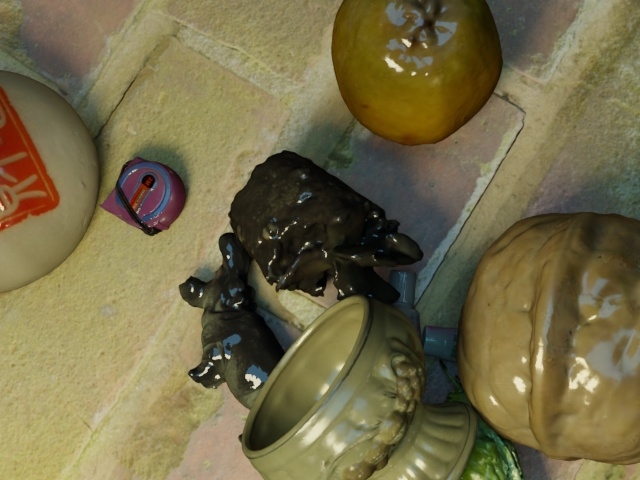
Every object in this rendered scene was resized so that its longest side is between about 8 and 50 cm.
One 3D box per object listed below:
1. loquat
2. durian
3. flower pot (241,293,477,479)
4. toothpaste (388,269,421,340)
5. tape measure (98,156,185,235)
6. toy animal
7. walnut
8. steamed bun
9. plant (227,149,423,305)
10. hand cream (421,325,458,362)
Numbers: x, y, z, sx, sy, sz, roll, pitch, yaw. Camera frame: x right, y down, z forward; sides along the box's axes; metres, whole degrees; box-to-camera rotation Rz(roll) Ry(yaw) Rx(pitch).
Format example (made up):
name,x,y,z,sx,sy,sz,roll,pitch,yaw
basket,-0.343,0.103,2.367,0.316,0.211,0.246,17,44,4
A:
name,x,y,z,sx,sy,sz,roll,pitch,yaw
loquat,0.143,-0.289,1.713,0.276,0.284,0.276,0,77,1
durian,0.243,0.354,1.666,0.106,0.132,0.375,-17,77,-23
flower pot,0.068,0.251,1.547,0.244,0.307,0.307,38,85,-14
toothpaste,0.113,0.186,1.733,0.068,0.099,0.282,11,82,-26
tape measure,-0.287,-0.075,1.831,0.125,0.074,0.118,33,90,17
toy animal,-0.133,0.162,1.752,0.168,0.106,0.343,-26,74,2
walnut,0.374,0.132,1.579,0.381,0.381,0.381,-1,79,7
steamed bun,-0.549,-0.103,1.787,0.374,0.241,0.374,-1,78,4
plant,0.000,0.000,1.702,0.276,0.199,0.188,37,97,29
hand cream,0.245,0.171,1.735,0.174,0.047,0.076,9,79,-1
